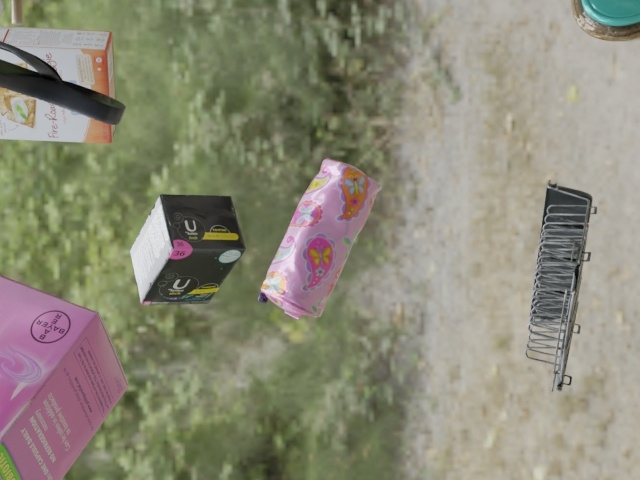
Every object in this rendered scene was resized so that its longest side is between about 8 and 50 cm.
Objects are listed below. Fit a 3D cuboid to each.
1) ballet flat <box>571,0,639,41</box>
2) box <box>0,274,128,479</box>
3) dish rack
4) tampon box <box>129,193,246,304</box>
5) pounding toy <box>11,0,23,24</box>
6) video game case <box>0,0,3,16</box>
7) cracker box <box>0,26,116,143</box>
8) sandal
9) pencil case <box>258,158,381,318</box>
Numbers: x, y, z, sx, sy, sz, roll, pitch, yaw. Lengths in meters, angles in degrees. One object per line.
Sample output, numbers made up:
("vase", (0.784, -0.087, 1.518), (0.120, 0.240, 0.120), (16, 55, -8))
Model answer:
("ballet flat", (0.333, -0.296, 1.228), (0.124, 0.116, 0.342), (87, -154, -62))
("box", (-0.329, 0.150, 1.076), (0.243, 0.214, 0.117), (-56, -27, -32))
("dish rack", (0.308, 0.061, 1.619), (0.271, 0.074, 0.208), (-58, -28, -63))
("tampon box", (-0.205, 0.015, 1.902), (0.161, 0.120, 0.101), (-54, 45, 48))
("pounding toy", (-0.533, -0.431, 1.831), (0.110, 0.237, 0.183), (-22, 65, 59))
("video game case", (-0.309, -0.164, 0.872), (0.244, 0.061, 0.269), (85, -173, -52))
("cracker box", (-0.418, -0.226, 1.814), (0.067, 0.232, 0.155), (-89, 2, -54))
("sandal", (-0.379, -0.223, 1.656), (0.054, 0.254, 0.097), (-67, 21, 13))
("pencil case", (0.000, 0.000, 2.198), (0.124, 0.124, 0.284), (158, 136, -82))
